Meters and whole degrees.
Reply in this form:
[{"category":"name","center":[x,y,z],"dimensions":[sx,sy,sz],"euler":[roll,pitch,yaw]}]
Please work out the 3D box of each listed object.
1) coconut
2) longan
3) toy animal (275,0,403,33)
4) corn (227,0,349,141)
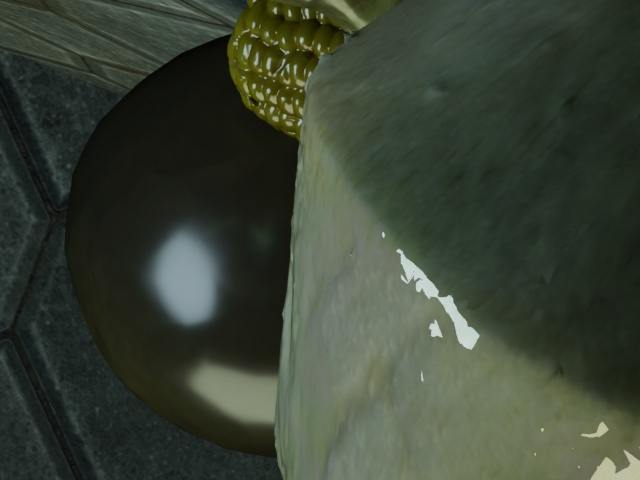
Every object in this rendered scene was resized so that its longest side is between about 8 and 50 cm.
[{"category":"coconut","center":[0.174,0.031,0.705],"dimensions":[0.344,0.415,0.415],"euler":[31,-177,27]},{"category":"longan","center":[0.000,0.000,1.398],"dimensions":[0.404,0.336,0.404],"euler":[4,-159,-2]},{"category":"toy animal","center":[0.011,-0.140,0.851],"dimensions":[0.218,0.101,0.103],"euler":[21,176,-19]},{"category":"corn","center":[0.110,-0.082,1.009],"dimensions":[0.344,0.131,0.131],"euler":[20,178,28]}]
